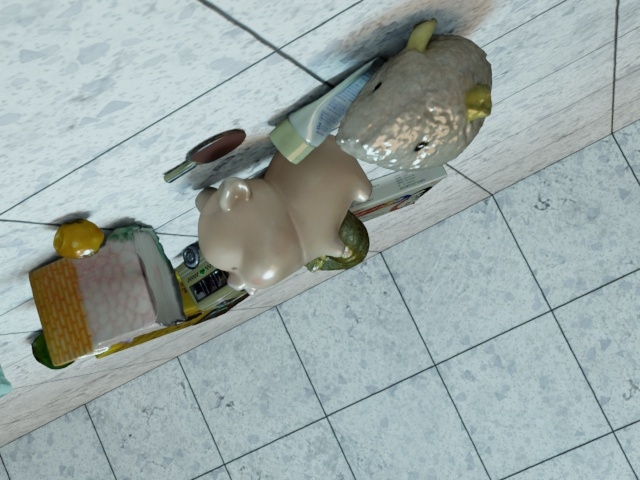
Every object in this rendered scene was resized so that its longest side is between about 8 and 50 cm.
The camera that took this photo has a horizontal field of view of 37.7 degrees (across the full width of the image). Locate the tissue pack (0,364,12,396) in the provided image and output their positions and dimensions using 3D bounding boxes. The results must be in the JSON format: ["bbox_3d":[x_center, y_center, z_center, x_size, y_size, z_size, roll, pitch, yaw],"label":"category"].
[{"bbox_3d":[-0.842,0.307,1.840,0.388,0.162,0.287,-24,168,-8],"label":"tissue pack"}]

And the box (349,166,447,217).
[{"bbox_3d":[0.139,-0.105,2.454,0.353,0.069,0.214,-22,170,-28],"label":"box"}]

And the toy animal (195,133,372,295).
[{"bbox_3d":[-0.069,-0.054,1.662,0.326,0.269,0.237,-64,-165,-8],"label":"toy animal"}]

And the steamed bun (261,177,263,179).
[{"bbox_3d":[-0.051,-0.094,1.865,0.144,0.106,0.175,-29,173,21],"label":"steamed bun"}]

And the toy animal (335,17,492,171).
[{"bbox_3d":[0.172,-0.219,1.479,0.226,0.188,0.358,-43,178,27],"label":"toy animal"}]

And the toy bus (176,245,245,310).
[{"bbox_3d":[-0.184,0.044,2.120,0.289,0.157,0.139,-32,169,36],"label":"toy bus"}]

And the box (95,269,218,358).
[{"bbox_3d":[-0.367,0.156,2.399,0.415,0.116,0.264,-17,166,-40],"label":"box"}]

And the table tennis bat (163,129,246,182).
[{"bbox_3d":[-0.190,-0.138,1.533,0.158,0.014,0.095,-30,171,17],"label":"table tennis bat"}]

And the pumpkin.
[{"bbox_3d":[0.000,0.000,2.248,0.219,0.162,0.219,13,157,6],"label":"pumpkin"}]

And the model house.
[{"bbox_3d":[-0.408,0.104,1.780,0.237,0.202,0.237,-20,178,3],"label":"model house"}]

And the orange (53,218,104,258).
[{"bbox_3d":[-0.400,-0.006,1.558,0.086,0.062,0.086,3,-159,-1],"label":"orange"}]

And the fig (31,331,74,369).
[{"bbox_3d":[-0.664,0.269,2.315,0.117,0.117,0.177,-17,178,-43],"label":"fig"}]

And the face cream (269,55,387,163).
[{"bbox_3d":[0.021,-0.222,1.531,0.224,0.070,0.114,-40,170,13],"label":"face cream"}]
